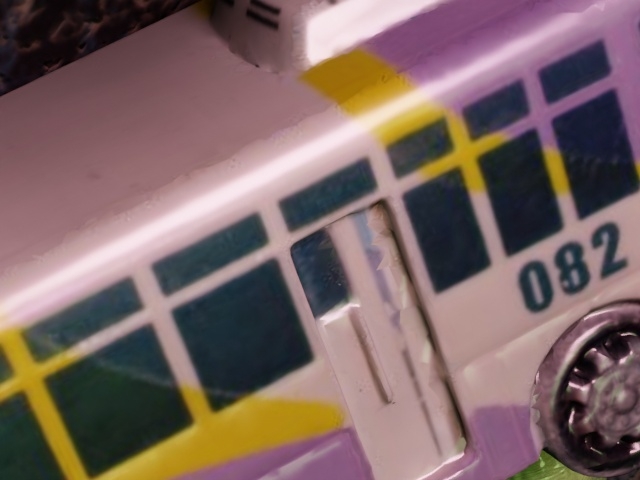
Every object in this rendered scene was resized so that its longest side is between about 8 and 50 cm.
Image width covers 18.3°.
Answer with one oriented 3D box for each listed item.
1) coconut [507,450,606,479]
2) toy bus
[{"bbox_3d":[0.111,0.118,1.063,0.096,0.088,0.088,-18,116,-24],"label":"coconut"},{"bbox_3d":[0.000,0.000,0.892,0.440,0.209,0.249,-27,118,-12],"label":"toy bus"}]
